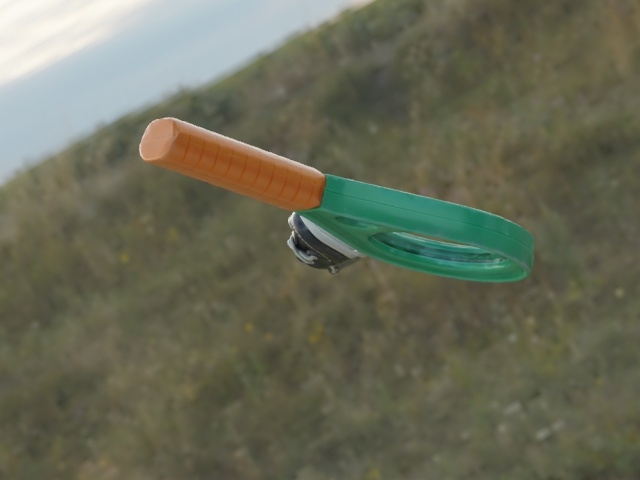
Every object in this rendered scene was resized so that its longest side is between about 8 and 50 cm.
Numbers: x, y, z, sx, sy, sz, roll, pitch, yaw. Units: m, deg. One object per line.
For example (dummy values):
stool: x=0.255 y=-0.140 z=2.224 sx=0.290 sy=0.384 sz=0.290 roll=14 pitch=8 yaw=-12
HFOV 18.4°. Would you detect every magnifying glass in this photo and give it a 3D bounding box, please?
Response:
magnifying glass: x=0.012 y=-0.016 z=0.981 sx=0.231 sy=0.026 sz=0.092 roll=21 pitch=-15 yaw=-36

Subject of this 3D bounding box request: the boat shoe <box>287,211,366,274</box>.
boat shoe: x=0.000 y=0.000 z=1.265 sx=0.038 sy=0.046 sz=0.125 roll=-35 pitch=-8 yaw=10
